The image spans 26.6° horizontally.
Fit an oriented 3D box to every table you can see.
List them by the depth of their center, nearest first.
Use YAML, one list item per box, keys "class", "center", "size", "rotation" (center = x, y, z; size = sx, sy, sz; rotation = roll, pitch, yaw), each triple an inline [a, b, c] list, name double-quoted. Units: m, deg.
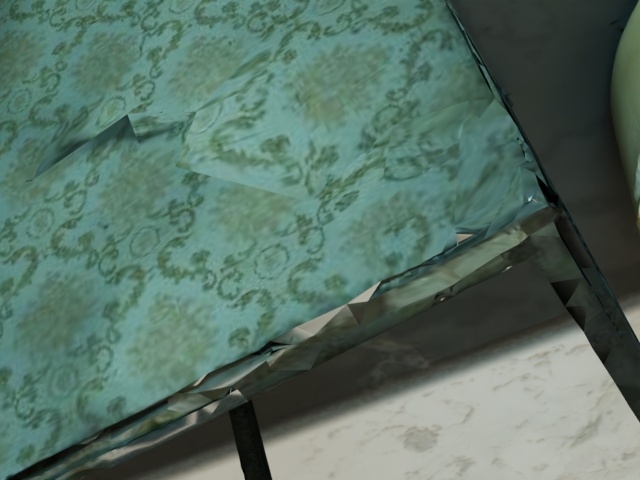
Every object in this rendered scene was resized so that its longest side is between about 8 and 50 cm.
- class: "table"
  center: [0.000, 0.000, 0.631]
  size: [0.222, 0.335, 0.272]
  rotation: [-28, 135, 10]

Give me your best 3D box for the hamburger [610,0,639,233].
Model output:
- class: "hamburger"
  center: [0.306, -0.071, 0.770]
  size: [0.302, 0.170, 0.302]
  rotation: [-8, 135, -8]
